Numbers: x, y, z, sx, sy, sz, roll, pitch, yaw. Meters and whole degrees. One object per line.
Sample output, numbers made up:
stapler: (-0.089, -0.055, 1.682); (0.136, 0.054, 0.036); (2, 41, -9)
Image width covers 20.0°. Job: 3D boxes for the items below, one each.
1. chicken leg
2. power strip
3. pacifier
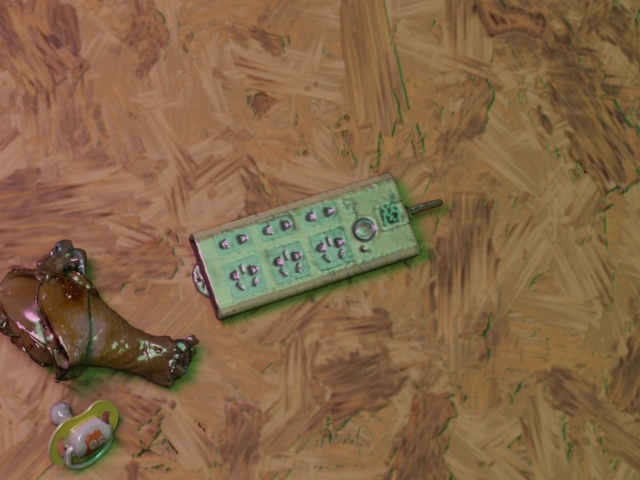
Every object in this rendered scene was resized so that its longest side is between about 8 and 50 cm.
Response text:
chicken leg: (-0.223, 0.088, 1.756); (0.196, 0.080, 0.125); (38, 63, -1)
power strip: (0.000, 0.000, 1.827); (0.268, 0.034, 0.092); (-18, 82, -12)
pacifier: (-0.236, 0.182, 1.753); (0.083, 0.068, 0.064); (-31, 51, -30)
